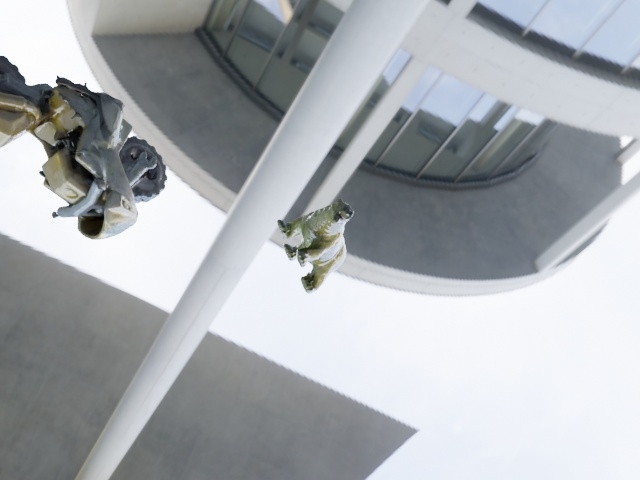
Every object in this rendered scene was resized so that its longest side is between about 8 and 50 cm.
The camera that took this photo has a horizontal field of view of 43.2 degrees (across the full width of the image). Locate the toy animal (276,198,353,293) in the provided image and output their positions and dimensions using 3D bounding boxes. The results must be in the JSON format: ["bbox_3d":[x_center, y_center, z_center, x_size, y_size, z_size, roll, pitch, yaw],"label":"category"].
[{"bbox_3d":[0.000,0.000,1.216,0.101,0.218,0.103,-24,-112,-6],"label":"toy animal"}]

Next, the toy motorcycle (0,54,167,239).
[{"bbox_3d":[-0.245,-0.083,0.764,0.229,0.094,0.129,31,-129,-34],"label":"toy motorcycle"}]
